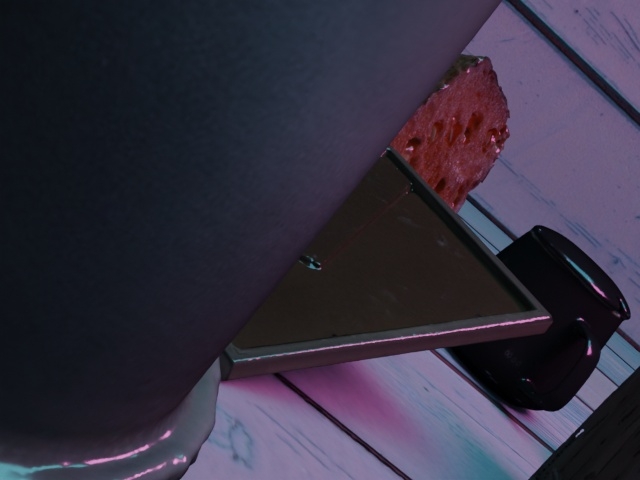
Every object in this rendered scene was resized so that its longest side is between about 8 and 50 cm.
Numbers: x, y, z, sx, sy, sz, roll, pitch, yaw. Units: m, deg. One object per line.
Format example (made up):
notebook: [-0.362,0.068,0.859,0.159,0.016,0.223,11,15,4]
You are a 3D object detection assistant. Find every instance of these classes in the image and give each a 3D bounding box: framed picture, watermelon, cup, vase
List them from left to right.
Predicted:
vase: [-0.070,-0.078,0.458,0.245,0.291,0.245,30,28,-18]
framed picture: [0.000,0.000,0.896,0.315,0.024,0.232,-4,42,-40]
watermelon: [0.079,-0.090,1.236,0.193,0.256,0.140,42,8,-48]
cup: [0.246,0.096,1.325,0.169,0.176,0.223,41,10,-26]

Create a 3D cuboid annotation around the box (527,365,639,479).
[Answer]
box: [0.332,0.264,0.951,0.297,0.190,0.225,43,9,1]
